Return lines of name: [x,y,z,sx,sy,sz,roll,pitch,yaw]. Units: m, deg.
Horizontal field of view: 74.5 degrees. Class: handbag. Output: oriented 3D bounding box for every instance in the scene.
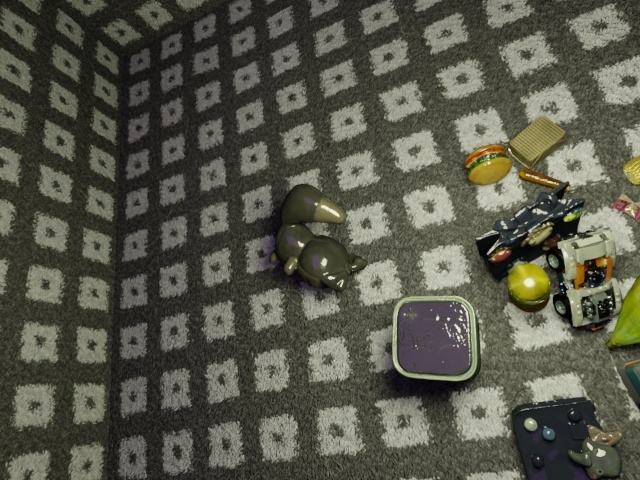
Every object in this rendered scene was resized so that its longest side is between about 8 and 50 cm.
handbag: [0.644,-0.017,1.304,0.303,0.329,0.122,-34,63,12]
handbag: [0.718,0.626,1.194,0.268,0.118,0.326,-17,70,18]

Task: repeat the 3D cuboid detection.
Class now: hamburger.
hamburger: [0.598,-0.269,1.506,0.161,0.162,0.115,-21,65,17]

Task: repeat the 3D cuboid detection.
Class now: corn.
corn: [1.061,-0.246,1.339,0.165,0.063,0.085,-28,55,12]

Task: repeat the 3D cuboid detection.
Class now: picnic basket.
picnic basket: [0.767,-0.346,1.494,0.164,0.079,0.115,-40,62,8]

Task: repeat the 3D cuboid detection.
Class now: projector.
projector: [0.381,0.322,1.363,0.248,0.249,0.249,-4,72,23]

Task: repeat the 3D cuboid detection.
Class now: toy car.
toy car: [0.801,0.119,1.255,0.193,0.118,0.302,-14,98,-7]

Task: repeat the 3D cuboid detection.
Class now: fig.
fig: [0.972,0.201,1.161,0.233,0.233,0.314,26,91,29]

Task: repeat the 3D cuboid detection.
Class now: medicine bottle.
medicine bottle: [0.645,0.151,1.303,0.124,0.239,0.124,-9,70,25]

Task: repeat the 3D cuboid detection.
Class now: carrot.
carrot: [0.782,-0.209,1.470,0.170,0.042,0.042,26,86,25]

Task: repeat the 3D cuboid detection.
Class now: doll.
doll: [-0.016,0.017,1.589,0.382,0.379,0.252,23,49,16]

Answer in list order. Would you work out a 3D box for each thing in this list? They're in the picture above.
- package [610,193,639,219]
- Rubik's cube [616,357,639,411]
package: [0.989,-0.110,1.349,0.083,0.029,0.059,40,100,39]
Rubik's cube: [1.000,0.410,1.001,0.344,0.346,0.347,-24,65,17]
